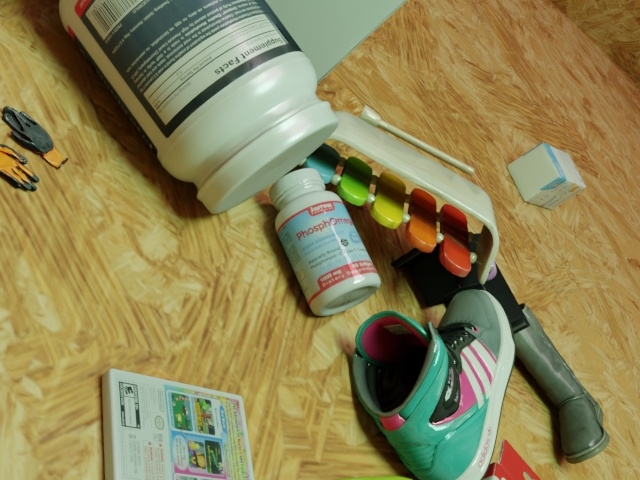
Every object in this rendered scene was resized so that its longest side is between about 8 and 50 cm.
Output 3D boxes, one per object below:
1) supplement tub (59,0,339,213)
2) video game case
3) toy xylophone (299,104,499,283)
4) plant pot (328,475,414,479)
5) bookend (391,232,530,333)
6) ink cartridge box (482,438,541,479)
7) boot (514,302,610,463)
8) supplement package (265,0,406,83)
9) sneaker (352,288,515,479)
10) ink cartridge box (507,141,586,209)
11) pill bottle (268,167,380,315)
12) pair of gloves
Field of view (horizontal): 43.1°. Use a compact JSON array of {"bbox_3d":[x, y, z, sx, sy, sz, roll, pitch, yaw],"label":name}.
[{"bbox_3d":[-0.126,-0.185,0.858,0.272,0.191,0.191,54,32,1],"label":"supplement tub"},{"bbox_3d":[-0.114,0.191,0.673,0.143,0.019,0.157,22,42,-40],"label":"video game case"},{"bbox_3d":[0.110,-0.076,1.076,0.322,0.081,0.236,33,24,2],"label":"toy xylophone"},{"bbox_3d":[-0.063,0.275,0.473,0.207,0.228,0.227,16,47,-34],"label":"plant pot"},{"bbox_3d":[0.200,0.076,1.141,0.156,0.072,0.157,-6,65,-54],"label":"bookend"},{"bbox_3d":[0.191,0.340,0.868,0.134,0.078,0.231,50,32,-7],"label":"ink cartridge box"},{"bbox_3d":[0.339,0.204,1.197,0.208,0.076,0.189,59,17,-3],"label":"boot"},{"bbox_3d":[-0.010,-0.357,1.108,0.204,0.262,0.145,43,32,-16],"label":"supplement package"},{"bbox_3d":[0.126,0.128,0.946,0.178,0.124,0.295,48,38,-23],"label":"sneaker"},{"bbox_3d":[0.473,-0.130,1.679,0.143,0.092,0.090,10,52,-47],"label":"ink cartridge box"},{"bbox_3d":[0.000,0.000,0.941,0.087,0.087,0.160,0,59,-52],"label":"pill bottle"},{"bbox_3d":[-0.274,-0.085,0.739,0.074,0.010,0.083,44,32,-14],"label":"pair of gloves"}]
